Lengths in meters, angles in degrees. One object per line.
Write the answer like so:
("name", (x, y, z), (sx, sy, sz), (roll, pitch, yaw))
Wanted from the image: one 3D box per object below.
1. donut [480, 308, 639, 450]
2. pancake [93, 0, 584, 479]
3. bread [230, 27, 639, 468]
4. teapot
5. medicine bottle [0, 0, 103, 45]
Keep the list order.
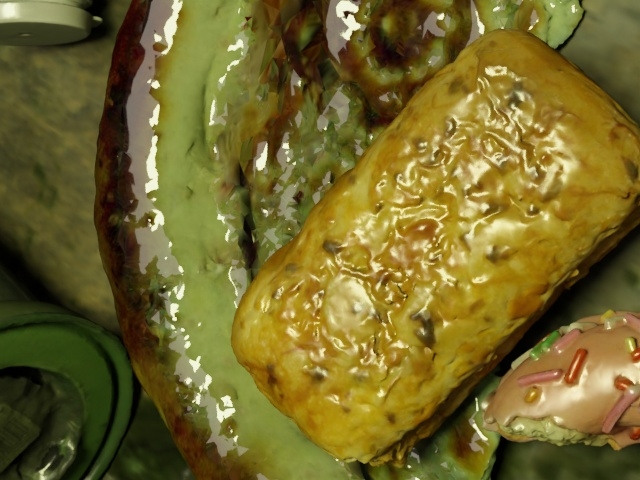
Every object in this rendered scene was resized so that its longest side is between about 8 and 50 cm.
("donut", (0.153, 0.087, 0.625), (0.166, 0.065, 0.117), (39, 100, 23))
("pancake", (-0.004, -0.001, 0.763), (0.304, 0.067, 0.427), (1, 88, 36))
("bread", (0.054, 0.006, 0.662), (0.114, 0.083, 0.211), (46, 108, 18))
("teapot", (-0.301, 0.024, 0.879), (0.200, 0.270, 0.337), (-46, 56, -7))
("medicine bottle", (-0.180, -0.219, 0.878), (0.107, 0.107, 0.192), (-4, 86, 38))
